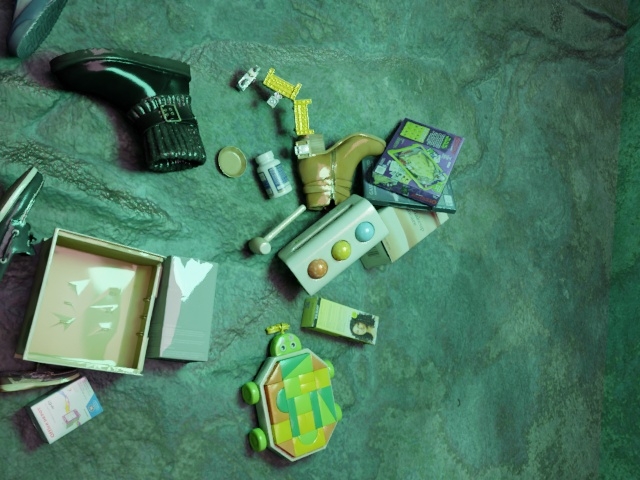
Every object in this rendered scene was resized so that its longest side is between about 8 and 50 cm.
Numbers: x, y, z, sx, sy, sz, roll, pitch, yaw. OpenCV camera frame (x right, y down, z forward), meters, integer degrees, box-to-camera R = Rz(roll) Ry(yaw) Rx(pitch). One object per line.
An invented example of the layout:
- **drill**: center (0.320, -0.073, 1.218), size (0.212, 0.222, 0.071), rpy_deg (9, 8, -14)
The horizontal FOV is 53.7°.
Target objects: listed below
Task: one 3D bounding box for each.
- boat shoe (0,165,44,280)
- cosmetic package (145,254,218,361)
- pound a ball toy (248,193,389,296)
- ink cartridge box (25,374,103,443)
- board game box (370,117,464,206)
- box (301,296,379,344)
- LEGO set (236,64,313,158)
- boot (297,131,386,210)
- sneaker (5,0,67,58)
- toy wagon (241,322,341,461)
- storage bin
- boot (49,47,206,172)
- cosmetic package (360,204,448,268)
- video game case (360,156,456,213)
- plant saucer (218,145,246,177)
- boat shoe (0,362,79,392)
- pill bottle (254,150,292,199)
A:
- **boat shoe**: center (-0.622, 0.018, 1.248), size (0.113, 0.127, 0.340), rpy_deg (35, 64, -29)
- **cosmetic package**: center (-0.324, 0.160, 1.472), size (0.127, 0.107, 0.237), rpy_deg (16, 70, -35)
- **pound a ball toy**: center (0.000, 0.000, 1.663), size (0.319, 0.136, 0.208), rpy_deg (-38, 116, -8)
- **ink cartridge box**: center (-0.530, 0.349, 1.310), size (0.122, 0.052, 0.088), rpy_deg (-30, 101, -36)
- **board game box**: center (0.302, -0.247, 1.927), size (0.346, 0.208, 0.056), rpy_deg (-57, 161, -46)
- **box**: center (0.059, 0.229, 1.781), size (0.232, 0.058, 0.087), rpy_deg (20, 71, -33)
- **LEGO set**: center (-0.095, -0.360, 1.733), size (0.132, 0.107, 0.287), rpy_deg (-41, 102, -4)
- **boot**: center (0.070, -0.194, 1.809), size (0.284, 0.109, 0.220), rpy_deg (-2, 77, -28)
- **sneaker**: center (-0.626, -0.539, 1.367), size (0.131, 0.112, 0.318), rpy_deg (23, 65, -15)
- **toy wagon**: center (-0.074, 0.386, 1.646), size (0.267, 0.068, 0.344), rpy_deg (-8, 88, -38)
- **storage bin**: center (-0.476, 0.140, 1.341), size (0.260, 0.123, 0.262), rpy_deg (18, 72, -34)
- **boot**: center (-0.426, -0.289, 1.447), size (0.348, 0.131, 0.260), rpy_deg (-4, 85, -38)
- **cosmetic package**: center (0.236, -0.054, 1.919), size (0.296, 0.129, 0.153), rpy_deg (-36, 103, -36)
- **video game case**: center (0.258, -0.167, 1.888), size (0.274, 0.026, 0.196), rpy_deg (6, 45, -6)
- **plant saucer**: center (-0.233, -0.204, 1.655), size (0.083, 0.015, 0.083), rpy_deg (8, 77, -36)
- **boat shoe**: center (-0.571, 0.273, 1.287), size (0.152, 0.056, 0.049), rpy_deg (-5, 87, -35)
- **pill bottle**: center (-0.129, -0.177, 1.697), size (0.067, 0.067, 0.120), rpy_deg (-32, 102, -37)
